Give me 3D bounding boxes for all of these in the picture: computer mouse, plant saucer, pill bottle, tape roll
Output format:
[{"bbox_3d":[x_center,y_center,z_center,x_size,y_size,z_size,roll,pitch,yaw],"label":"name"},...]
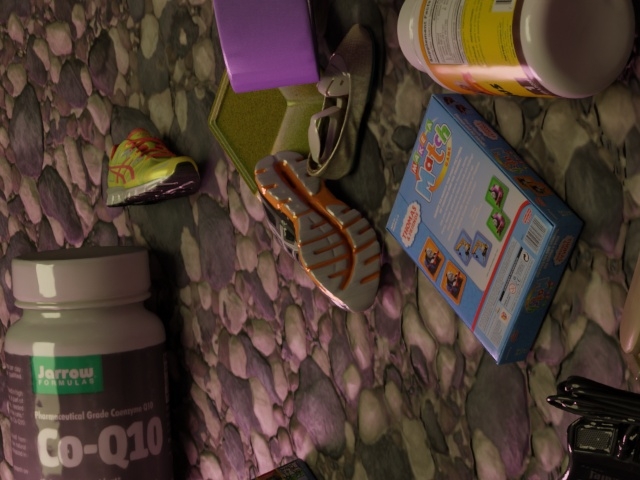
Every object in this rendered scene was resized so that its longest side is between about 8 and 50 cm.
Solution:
[{"bbox_3d":[0.279,0.171,1.417,0.262,0.184,0.060,74,-149,-58],"label":"computer mouse"},{"bbox_3d":[-0.063,-0.140,1.959,0.188,0.045,0.188,56,139,37],"label":"plant saucer"},{"bbox_3d":[0.160,-0.182,1.525,0.215,0.117,0.117,11,104,58],"label":"pill bottle"},{"bbox_3d":[-0.061,-0.288,1.761,0.275,0.090,0.274,-7,-90,-87],"label":"tape roll"},{"bbox_3d":[-0.291,0.194,2.231,0.204,0.204,0.361,5,100,58],"label":"pill bottle"}]

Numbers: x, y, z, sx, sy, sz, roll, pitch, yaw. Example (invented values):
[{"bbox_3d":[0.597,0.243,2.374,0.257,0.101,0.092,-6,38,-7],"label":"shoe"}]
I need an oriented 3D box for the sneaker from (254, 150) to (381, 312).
[{"bbox_3d":[0.000,0.000,1.862,0.083,0.084,0.215,92,153,-49],"label":"sneaker"}]

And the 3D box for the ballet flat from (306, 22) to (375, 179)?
[{"bbox_3d":[0.018,-0.139,1.821,0.057,0.052,0.168,35,124,50],"label":"ballet flat"}]

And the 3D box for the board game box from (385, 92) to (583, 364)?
[{"bbox_3d":[0.146,-0.014,1.649,0.211,0.039,0.160,51,136,40],"label":"board game box"}]

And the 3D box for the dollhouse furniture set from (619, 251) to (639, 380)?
[{"bbox_3d":[0.312,0.075,1.247,0.242,0.212,0.161,-101,21,-65],"label":"dollhouse furniture set"}]

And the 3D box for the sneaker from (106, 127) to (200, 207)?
[{"bbox_3d":[-0.214,-0.093,2.178,0.208,0.081,0.094,-7,87,59],"label":"sneaker"}]

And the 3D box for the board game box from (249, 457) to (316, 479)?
[{"bbox_3d":[-0.036,0.343,1.901,0.194,0.194,0.060,40,131,30],"label":"board game box"}]
